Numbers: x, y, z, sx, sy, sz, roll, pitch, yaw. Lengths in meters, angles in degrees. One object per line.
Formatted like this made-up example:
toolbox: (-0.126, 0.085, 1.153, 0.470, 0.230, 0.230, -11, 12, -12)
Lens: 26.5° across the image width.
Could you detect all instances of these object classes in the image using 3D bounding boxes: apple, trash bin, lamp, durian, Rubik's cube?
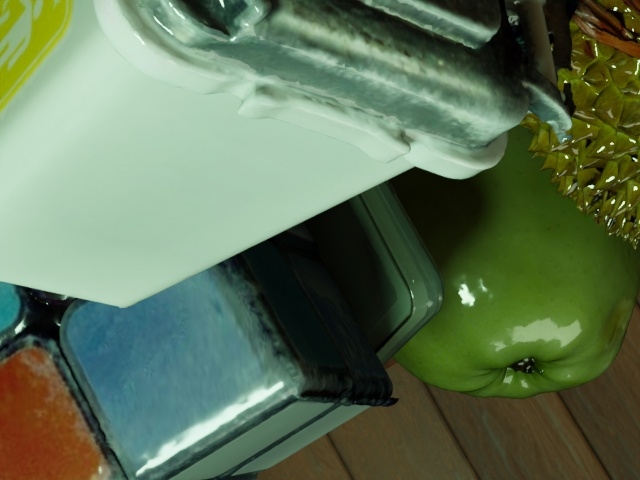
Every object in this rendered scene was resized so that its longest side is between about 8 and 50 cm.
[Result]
apple: (0.195, 0.004, 1.544, 0.357, 0.357, 0.357, -27, 165, -8)
trash bin: (-0.068, -0.109, 0.803, 0.296, 0.256, 0.367, 14, 148, -37)
lamp: (0.000, 0.000, 1.321, 0.047, 0.266, 0.269, -20, 163, -29)
durian: (0.352, -0.169, 1.290, 0.347, 0.384, 0.347, -4, -165, 1)
Rubik's cube: (-0.166, 0.076, 1.166, 0.313, 0.318, 0.316, -33, 164, 10)

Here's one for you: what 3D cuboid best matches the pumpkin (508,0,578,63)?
pumpkin: (0.126, -0.202, 1.150, 0.194, 0.150, 0.194, -44, 177, -3)
